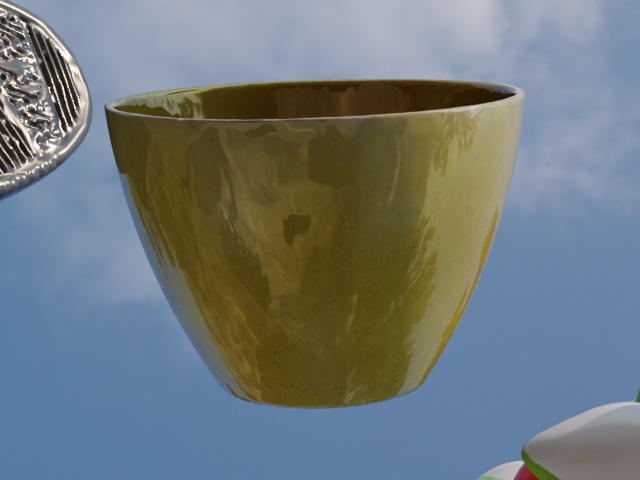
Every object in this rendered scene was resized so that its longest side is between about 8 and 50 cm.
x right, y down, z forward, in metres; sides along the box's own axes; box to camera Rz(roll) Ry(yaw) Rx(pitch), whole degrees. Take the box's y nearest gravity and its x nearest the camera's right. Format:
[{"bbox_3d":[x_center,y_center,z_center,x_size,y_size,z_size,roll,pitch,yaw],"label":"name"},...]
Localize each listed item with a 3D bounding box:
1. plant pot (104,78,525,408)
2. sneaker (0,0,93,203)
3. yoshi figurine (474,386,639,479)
[{"bbox_3d":[0.000,0.000,0.550,0.134,0.134,0.095,2,-79,20],"label":"plant pot"},{"bbox_3d":[-0.249,-0.011,0.704,0.178,0.295,0.124,-30,-98,46],"label":"sneaker"},{"bbox_3d":[0.199,0.181,0.994,0.203,0.203,0.362,58,-40,5],"label":"yoshi figurine"}]
